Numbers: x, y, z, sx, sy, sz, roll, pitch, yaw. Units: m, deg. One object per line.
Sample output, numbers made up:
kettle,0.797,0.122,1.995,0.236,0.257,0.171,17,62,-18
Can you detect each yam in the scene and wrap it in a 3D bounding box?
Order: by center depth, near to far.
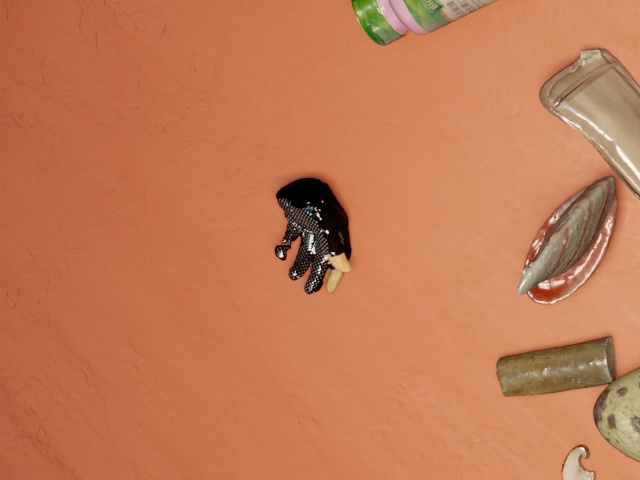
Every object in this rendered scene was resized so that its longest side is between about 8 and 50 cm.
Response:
yam,0.342,0.187,1.457,0.169,0.068,0.068,-16,87,29

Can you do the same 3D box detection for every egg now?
egg,0.457,0.235,1.359,0.182,0.141,0.141,-2,94,37

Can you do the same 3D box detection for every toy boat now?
toy boat,0.317,0.006,1.334,0.096,0.282,0.206,37,111,19

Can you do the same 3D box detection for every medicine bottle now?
medicine bottle,0.182,-0.383,1.457,0.274,0.133,0.133,-21,84,29

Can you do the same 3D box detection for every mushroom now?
mushroom,0.378,0.348,1.480,0.049,0.019,0.101,7,100,28

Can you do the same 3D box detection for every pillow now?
pillow,0.414,-0.160,1.382,0.131,0.038,0.232,-38,76,-14

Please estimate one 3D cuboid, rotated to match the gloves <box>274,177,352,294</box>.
gloves,0.000,-0.001,1.621,0.129,0.106,0.180,-1,122,29
